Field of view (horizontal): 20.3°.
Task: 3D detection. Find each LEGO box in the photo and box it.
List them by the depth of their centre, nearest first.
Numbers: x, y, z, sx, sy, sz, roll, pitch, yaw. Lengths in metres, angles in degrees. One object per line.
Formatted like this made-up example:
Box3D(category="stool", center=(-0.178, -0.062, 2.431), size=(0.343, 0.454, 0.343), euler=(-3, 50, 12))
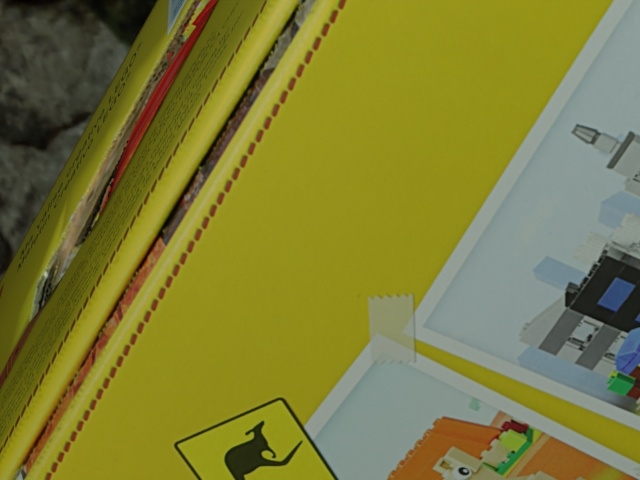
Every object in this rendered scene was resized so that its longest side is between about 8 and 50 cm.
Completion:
Box3D(category="LEGO box", center=(0.099, 0.030, 0.649), size=(0.372, 0.193, 0.500), euler=(25, 119, -16))
